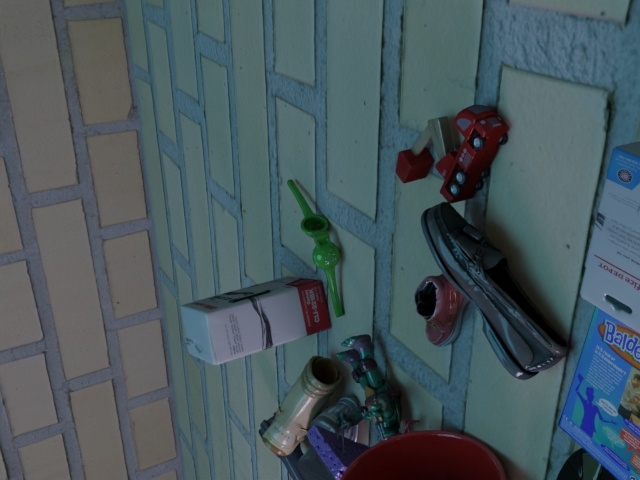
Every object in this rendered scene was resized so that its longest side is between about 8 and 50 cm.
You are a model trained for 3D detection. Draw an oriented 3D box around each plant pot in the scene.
[{"bbox_3d":[0.179,0.479,1.099,0.275,0.274,0.243,19,130,59],"label":"plant pot"}]

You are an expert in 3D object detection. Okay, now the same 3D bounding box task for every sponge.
[{"bbox_3d":[0.074,0.427,1.341,0.031,0.210,0.117,-54,40,5],"label":"sponge"}]

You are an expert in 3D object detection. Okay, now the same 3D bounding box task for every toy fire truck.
[{"bbox_3d":[0.181,-0.129,0.990,0.135,0.047,0.192,57,149,31],"label":"toy fire truck"}]

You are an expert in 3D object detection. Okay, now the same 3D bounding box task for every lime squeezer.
[{"bbox_3d":[0.000,0.000,1.422,0.110,0.058,0.311,52,-164,-80],"label":"lime squeezer"}]

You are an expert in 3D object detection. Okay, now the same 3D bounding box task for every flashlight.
[{"bbox_3d":[-0.044,0.572,1.738,0.304,0.103,0.103,52,141,30],"label":"flashlight"}]

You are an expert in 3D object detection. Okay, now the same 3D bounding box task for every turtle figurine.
[{"bbox_3d":[0.093,0.303,1.304,0.175,0.118,0.234,-50,47,47],"label":"turtle figurine"}]

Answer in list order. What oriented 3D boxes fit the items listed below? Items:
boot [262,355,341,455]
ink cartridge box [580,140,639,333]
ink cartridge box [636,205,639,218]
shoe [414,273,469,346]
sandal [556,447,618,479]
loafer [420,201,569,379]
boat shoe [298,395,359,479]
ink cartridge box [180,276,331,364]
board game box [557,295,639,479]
[{"bbox_3d":[-0.025,0.348,1.562,0.095,0.262,0.204,33,101,10],"label":"boot"},{"bbox_3d":[0.344,-0.002,0.723,0.104,0.060,0.180,40,137,48],"label":"ink cartridge box"},{"bbox_3d":[0.447,0.044,0.428,0.395,0.166,0.285,62,151,23],"label":"ink cartridge box"},{"bbox_3d":[0.178,0.109,1.078,0.063,0.081,0.178,56,147,34],"label":"shoe"},{"bbox_3d":[0.342,0.404,0.919,0.120,0.086,0.303,50,130,50],"label":"sandal"},{"bbox_3d":[0.238,0.053,0.942,0.084,0.096,0.268,-40,76,42],"label":"loafer"},{"bbox_3d":[0.027,0.467,1.553,0.118,0.103,0.321,30,139,25],"label":"boat shoe"},{"bbox_3d":[-0.147,0.168,1.525,0.197,0.272,0.114,0,103,62],"label":"ink cartridge box"},{"bbox_3d":[0.365,0.180,0.789,0.160,0.047,0.210,45,141,46],"label":"board game box"}]
